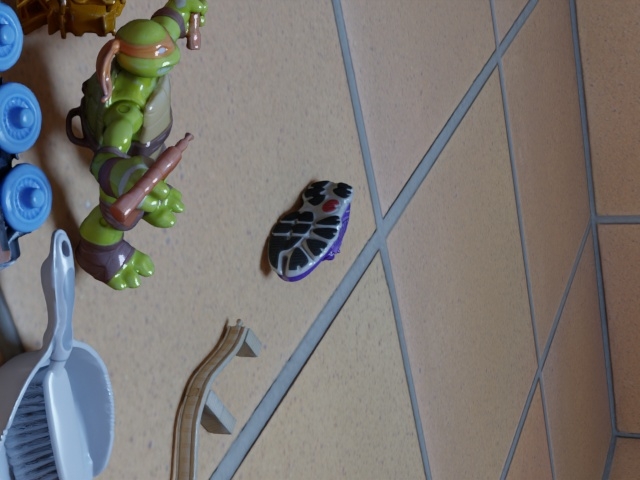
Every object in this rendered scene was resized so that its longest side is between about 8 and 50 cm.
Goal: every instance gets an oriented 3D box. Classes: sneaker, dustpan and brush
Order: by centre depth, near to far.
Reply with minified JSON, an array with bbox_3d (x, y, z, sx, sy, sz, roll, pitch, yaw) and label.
[{"bbox_3d":[-0.182,0.096,0.738,0.147,0.060,0.211,-27,115,-63],"label":"dustpan and brush"},{"bbox_3d":[0.000,0.000,1.146,0.170,0.068,0.071,-53,142,-55],"label":"sneaker"}]

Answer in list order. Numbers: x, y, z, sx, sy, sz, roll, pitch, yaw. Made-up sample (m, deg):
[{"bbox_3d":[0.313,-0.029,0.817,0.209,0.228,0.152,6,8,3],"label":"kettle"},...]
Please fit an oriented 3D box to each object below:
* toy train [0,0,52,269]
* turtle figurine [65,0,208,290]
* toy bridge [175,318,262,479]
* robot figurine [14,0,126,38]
[{"bbox_3d":[-0.220,-0.064,0.638,0.105,0.080,0.184,-30,118,-56],"label":"toy train"},{"bbox_3d":[-0.129,-0.066,0.749,0.217,0.087,0.269,107,-10,-47],"label":"turtle figurine"},{"bbox_3d":[-0.097,0.150,0.973,0.063,0.026,0.188,59,38,-47],"label":"toy bridge"},{"bbox_3d":[-0.163,-0.281,0.690,0.211,0.085,0.290,-174,-102,-77],"label":"robot figurine"}]
